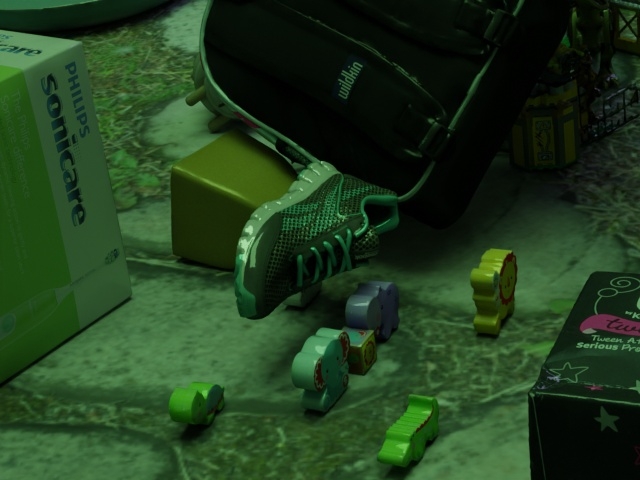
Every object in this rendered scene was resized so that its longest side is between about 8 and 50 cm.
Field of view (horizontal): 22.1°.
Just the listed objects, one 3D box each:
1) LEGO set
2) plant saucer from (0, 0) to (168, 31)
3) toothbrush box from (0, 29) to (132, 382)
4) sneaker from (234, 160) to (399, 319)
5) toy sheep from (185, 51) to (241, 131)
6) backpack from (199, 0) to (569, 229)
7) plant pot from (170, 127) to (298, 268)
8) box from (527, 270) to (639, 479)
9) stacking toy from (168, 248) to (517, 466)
[{"bbox_3d":[0.211,-0.214,1.421,0.331,0.192,0.255,-21,30,-24],"label":"LEGO set"},{"bbox_3d":[-0.279,-0.304,1.893,0.317,0.044,0.317,-6,26,3],"label":"plant saucer"},{"bbox_3d":[-0.278,0.001,1.116,0.122,0.206,0.283,13,34,37],"label":"toothbrush box"},{"bbox_3d":[0.000,0.000,1.096,0.076,0.065,0.166,12,37,23],"label":"sneaker"},{"bbox_3d":[-0.076,-0.148,1.491,0.091,0.091,0.132,-7,32,2],"label":"toy sheep"},{"bbox_3d":[0.044,-0.153,1.260,0.253,0.225,0.191,30,6,23],"label":"backpack"},{"bbox_3d":[-0.057,-0.024,1.252,0.083,0.081,0.081,24,39,29],"label":"plant pot"},{"bbox_3d":[0.239,0.121,0.791,0.247,0.163,0.142,5,26,22],"label":"box"},{"bbox_3d":[0.019,0.064,1.084,0.167,0.052,0.221,6,30,25],"label":"stacking toy"}]
